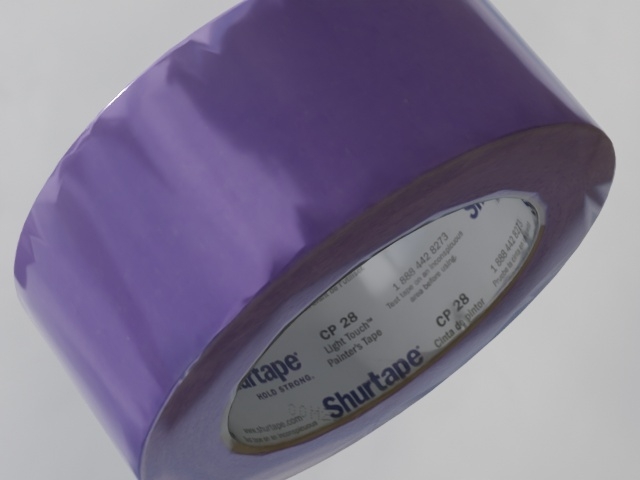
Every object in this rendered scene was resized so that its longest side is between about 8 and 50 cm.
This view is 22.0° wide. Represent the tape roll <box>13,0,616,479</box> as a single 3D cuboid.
[{"bbox_3d":[0.000,0.000,0.547,0.189,0.080,0.189,-31,-23,-15],"label":"tape roll"}]
